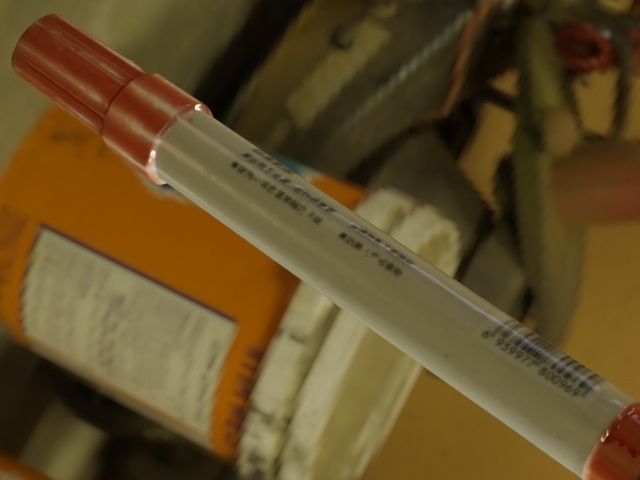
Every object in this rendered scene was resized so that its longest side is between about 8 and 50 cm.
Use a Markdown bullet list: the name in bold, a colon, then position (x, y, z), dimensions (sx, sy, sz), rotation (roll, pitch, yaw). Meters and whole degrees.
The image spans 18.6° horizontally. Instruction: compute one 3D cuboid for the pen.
- **pen**: position (0.000, 0.000, 0.551), dimensions (0.028, 0.239, 0.028), rotation (-40, 150, -29)
